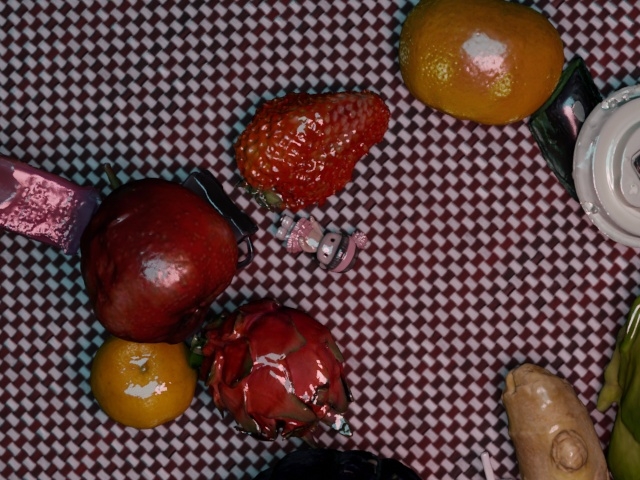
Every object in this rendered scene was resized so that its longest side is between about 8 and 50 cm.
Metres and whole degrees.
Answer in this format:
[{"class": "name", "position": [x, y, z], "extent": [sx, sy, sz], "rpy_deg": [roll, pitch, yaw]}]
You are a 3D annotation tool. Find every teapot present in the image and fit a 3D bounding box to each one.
[{"class": "teapot", "position": [-0.169, -0.025, 1.954], "extent": [0.096, 0.087, 0.177], "rpy_deg": [-42, 87, 13]}]

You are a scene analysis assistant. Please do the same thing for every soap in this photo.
[{"class": "soap", "position": [-0.451, -0.066, 1.917], "extent": [0.289, 0.182, 0.112], "rpy_deg": [21, 90, 7]}]

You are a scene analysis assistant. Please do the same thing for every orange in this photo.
[{"class": "orange", "position": [-0.253, 0.197, 1.934], "extent": [0.155, 0.134, 0.154], "rpy_deg": [2, 67, -5]}, {"class": "orange", "position": [0.225, -0.256, 1.904], "extent": [0.237, 0.158, 0.179], "rpy_deg": [16, 106, 1]}]

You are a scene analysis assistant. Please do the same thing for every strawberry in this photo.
[{"class": "strawberry", "position": [-0.020, -0.146, 1.937], "extent": [0.175, 0.107, 0.236], "rpy_deg": [37, 90, 2]}]

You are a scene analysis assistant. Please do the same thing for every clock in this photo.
[{"class": "clock", "position": [0.471, -0.106, 1.907], "extent": [0.236, 0.053, 0.236], "rpy_deg": [-1, 94, -21]}]

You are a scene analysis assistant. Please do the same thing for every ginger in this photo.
[{"class": "ginger", "position": [0.349, 0.338, 1.891], "extent": [0.126, 0.190, 0.354], "rpy_deg": [-23, 101, -9]}]

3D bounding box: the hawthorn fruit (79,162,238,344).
[{"class": "hawthorn fruit", "position": [-0.234, 0.006, 1.849], "extent": [0.210, 0.230, 0.266], "rpy_deg": [-16, 66, -21]}]

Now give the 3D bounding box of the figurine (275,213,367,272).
[{"class": "figurine", "position": [0.000, 0.000, 1.964], "extent": [0.129, 0.054, 0.072], "rpy_deg": [24, 75, 9]}]

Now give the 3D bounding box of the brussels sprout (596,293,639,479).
[{"class": "brussels sprout", "position": [0.551, 0.222, 1.829], "extent": [0.276, 0.315, 0.371], "rpy_deg": [11, 83, -21]}]

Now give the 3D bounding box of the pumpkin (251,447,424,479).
[{"class": "pumpkin", "position": [0.027, 0.457, 1.833], "extent": [0.363, 0.266, 0.363], "rpy_deg": [2, 104, 8]}]

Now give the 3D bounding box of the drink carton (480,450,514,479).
[{"class": "drink carton", "position": [0.259, 0.396, 1.932], "extent": [0.084, 0.074, 0.200], "rpy_deg": [-17, 87, 1]}]

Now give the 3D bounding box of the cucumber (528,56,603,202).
[{"class": "cucumber", "position": [0.372, -0.157, 1.940], "extent": [0.115, 0.086, 0.193], "rpy_deg": [-26, 96, -5]}]

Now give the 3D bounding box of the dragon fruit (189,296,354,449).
[{"class": "dragon fruit", "position": [-0.056, 0.189, 1.893], "extent": [0.274, 0.192, 0.193], "rpy_deg": [29, 82, -9]}]
